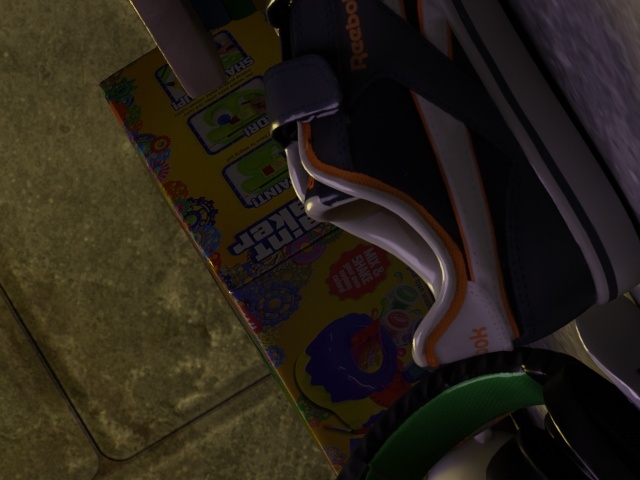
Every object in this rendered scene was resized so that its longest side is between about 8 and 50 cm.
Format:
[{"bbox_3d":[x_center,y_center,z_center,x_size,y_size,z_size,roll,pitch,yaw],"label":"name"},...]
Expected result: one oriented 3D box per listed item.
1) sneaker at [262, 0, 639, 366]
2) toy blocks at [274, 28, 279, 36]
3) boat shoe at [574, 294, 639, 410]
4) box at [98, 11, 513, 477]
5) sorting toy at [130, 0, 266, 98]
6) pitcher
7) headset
[{"bbox_3d":[0.022,-0.090,0.876,0.321,0.127,0.126,60,178,9],"label":"sneaker"},{"bbox_3d":[-0.029,-0.193,1.243,0.123,0.054,0.148,57,176,19],"label":"toy blocks"},{"bbox_3d":[0.164,0.067,0.932,0.100,0.035,0.035,50,170,25],"label":"boat shoe"},{"bbox_3d":[0.000,0.000,1.444,0.279,0.177,0.290,54,174,45],"label":"box"},{"bbox_3d":[-0.102,-0.254,0.982,0.255,0.089,0.257,60,-171,-57],"label":"sorting toy"},{"bbox_3d":[0.146,0.199,1.621,0.207,0.125,0.178,-97,-7,-72],"label":"pitcher"},{"bbox_3d":[0.146,0.203,0.979,0.185,0.243,0.394,33,172,-31],"label":"headset"}]
